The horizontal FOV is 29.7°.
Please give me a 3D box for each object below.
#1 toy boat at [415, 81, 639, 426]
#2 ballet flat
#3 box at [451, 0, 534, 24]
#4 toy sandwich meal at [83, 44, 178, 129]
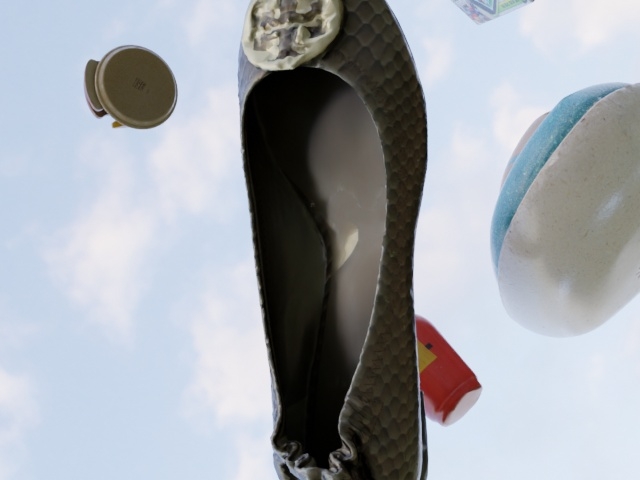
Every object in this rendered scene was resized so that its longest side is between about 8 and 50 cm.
[{"bbox_3d":[0.151,0.000,0.932,0.318,0.148,0.267,-37,-28,-18],"label":"toy boat"},{"bbox_3d":[0.000,0.000,0.494,0.058,0.084,0.250,1,-96,-56],"label":"ballet flat"},{"bbox_3d":[0.167,-0.292,1.292,0.114,0.207,0.036,41,-92,-8],"label":"box"},{"bbox_3d":[-0.166,-0.131,1.052,0.085,0.029,0.086,8,-106,-29],"label":"toy sandwich meal"}]
